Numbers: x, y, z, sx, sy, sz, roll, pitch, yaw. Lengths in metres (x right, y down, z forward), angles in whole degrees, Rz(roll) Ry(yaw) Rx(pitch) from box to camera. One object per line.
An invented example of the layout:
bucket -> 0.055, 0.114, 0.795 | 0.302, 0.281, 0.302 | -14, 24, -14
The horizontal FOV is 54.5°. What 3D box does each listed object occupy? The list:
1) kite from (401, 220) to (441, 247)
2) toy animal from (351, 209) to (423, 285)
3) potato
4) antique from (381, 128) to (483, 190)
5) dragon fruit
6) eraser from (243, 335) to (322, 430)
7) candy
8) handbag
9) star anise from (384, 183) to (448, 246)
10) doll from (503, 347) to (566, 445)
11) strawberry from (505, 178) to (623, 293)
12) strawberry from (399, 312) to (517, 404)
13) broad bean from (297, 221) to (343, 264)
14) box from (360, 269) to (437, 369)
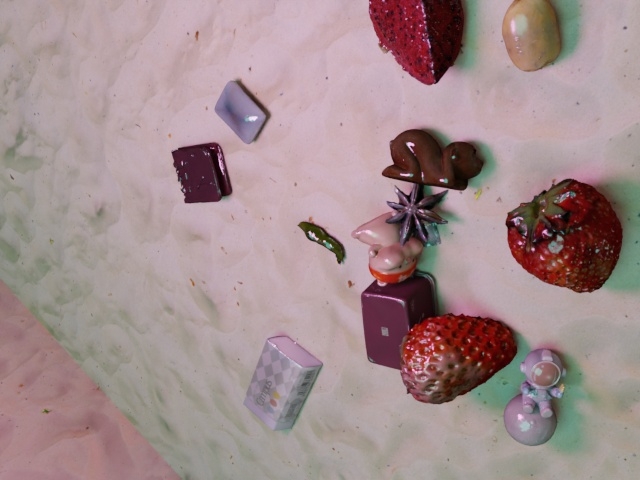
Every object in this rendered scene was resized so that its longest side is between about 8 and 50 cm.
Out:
kite -> 0.239, -0.020, 1.845 | 0.245, 0.015, 0.141 | -23, 95, 41
toy animal -> 0.196, 0.026, 1.786 | 0.171, 0.171, 0.197 | -23, 96, 41
potato -> 0.474, -0.466, 1.401 | 0.109, 0.119, 0.178 | 39, 155, 62
antique -> 0.298, -0.214, 1.644 | 0.257, 0.121, 0.143 | 16, 93, 33
dragon fruit -> 0.236, -0.560, 1.522 | 0.205, 0.152, 0.316 | 23, 139, 48
eraser -> -0.153, 0.549, 2.356 | 0.213, 0.082, 0.396 | 35, 127, 19
candy -> -0.260, -0.409, 1.994 | 0.174, 0.071, 0.138 | 47, 130, 9
handbag -> -0.424, -0.236, 2.198 | 0.216, 0.074, 0.203 | -1, 110, 39
star anise -> 0.268, -0.081, 1.720 | 0.181, 0.061, 0.204 | -7, 74, 9
doll -> 0.597, 0.424, 1.715 | 0.151, 0.151, 0.287 | 18, 114, 29
strawberry -> 0.592, 0.005, 1.471 | 0.238, 0.250, 0.288 | -42, 107, 8
strawberry -> 0.388, 0.336, 1.722 | 0.336, 0.149, 0.265 | -15, 110, 1
broad bean -> 0.006, -0.004, 2.006 | 0.195, 0.046, 0.061 | 43, 127, 10
box -> 0.233, 0.241, 1.872 | 0.193, 0.167, 0.293 | 8, 115, 36
